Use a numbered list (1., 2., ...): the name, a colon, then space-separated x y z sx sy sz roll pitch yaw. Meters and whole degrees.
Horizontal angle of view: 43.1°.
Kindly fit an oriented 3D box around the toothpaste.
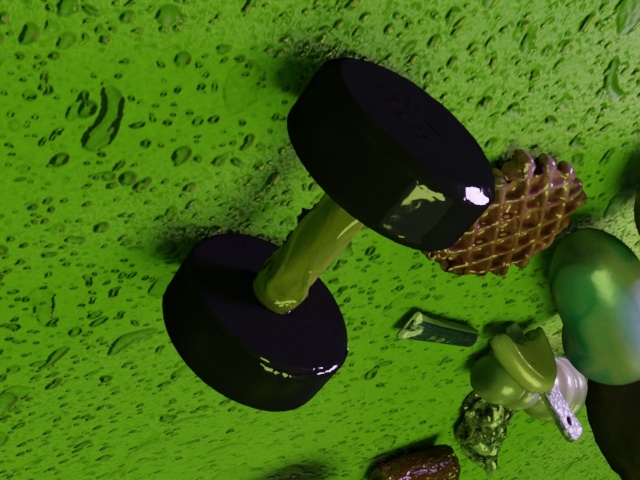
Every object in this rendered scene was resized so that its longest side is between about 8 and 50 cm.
1. toothpaste: 0.196 0.145 1.288 0.197 0.035 0.057 16 117 -43

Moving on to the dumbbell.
1. dumbbell: 0.000 0.000 0.810 0.204 0.203 0.322 10 130 -43

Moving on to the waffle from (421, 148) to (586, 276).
1. waffle: 0.255 -0.025 1.093 0.221 0.055 0.234 -44 144 21

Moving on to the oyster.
1. oyster: 0.339 0.375 1.665 0.199 0.087 0.252 9 118 -43

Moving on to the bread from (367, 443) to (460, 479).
1. bread: 0.189 0.490 1.662 0.172 0.103 0.132 -12 148 -24

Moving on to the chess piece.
1. chess piece: 0.373 0.266 1.499 0.243 0.133 0.133 16 126 -40

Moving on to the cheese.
1. cheese: 0.382 0.243 1.401 0.050 0.235 0.127 -32 177 43

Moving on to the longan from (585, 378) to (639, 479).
1. longan: 0.736 0.317 1.587 0.436 0.404 0.404 -33 146 -7

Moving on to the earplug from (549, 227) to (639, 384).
1. earplug: 0.442 0.088 1.290 0.185 0.185 0.324 -34 139 7

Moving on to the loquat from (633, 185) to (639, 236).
1. loquat: 0.567 -0.038 1.148 0.244 0.244 0.244 -19 145 -14
